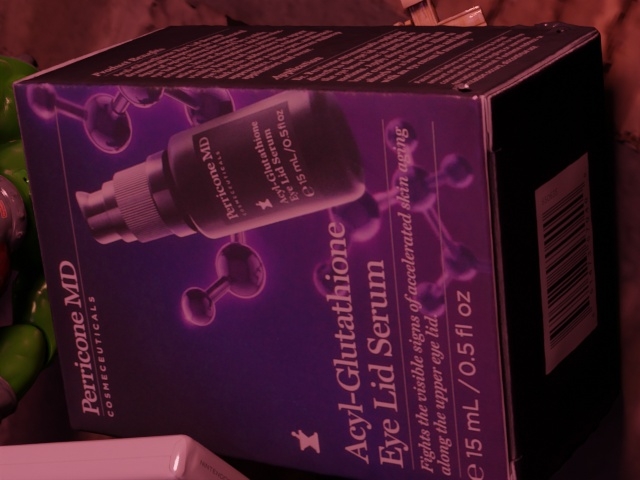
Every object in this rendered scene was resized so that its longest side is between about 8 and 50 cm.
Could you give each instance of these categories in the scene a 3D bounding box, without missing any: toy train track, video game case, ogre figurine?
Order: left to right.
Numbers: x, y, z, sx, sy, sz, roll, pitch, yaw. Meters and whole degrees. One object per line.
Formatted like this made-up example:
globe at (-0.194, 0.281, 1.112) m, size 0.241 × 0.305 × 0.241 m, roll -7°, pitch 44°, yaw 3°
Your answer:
ogre figurine at (-0.155, -0.007, 0.693) m, size 0.097 × 0.118 × 0.197 m, roll -33°, pitch 82°, yaw 37°
video game case at (-0.084, 0.132, 0.670) m, size 0.190 × 0.173 × 0.022 m, roll -8°, pitch 56°, yaw 33°
toy train track at (0.049, -0.064, 0.615) m, size 0.048 × 0.014 × 0.083 m, roll -21°, pitch 91°, yaw 34°

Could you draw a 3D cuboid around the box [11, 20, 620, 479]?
box at (0.000, 0.000, 0.596) m, size 0.207 × 0.108 × 0.153 m, roll 3°, pitch 110°, yaw 31°
